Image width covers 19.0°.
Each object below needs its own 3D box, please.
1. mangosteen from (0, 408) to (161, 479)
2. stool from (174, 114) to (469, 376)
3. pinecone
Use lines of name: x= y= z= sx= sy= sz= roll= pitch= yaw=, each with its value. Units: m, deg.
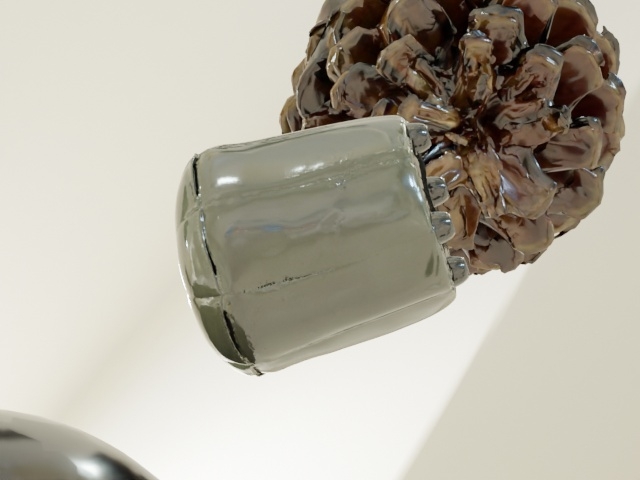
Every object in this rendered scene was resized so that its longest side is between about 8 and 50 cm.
mangosteen: x=-0.149 y=0.213 z=0.781 sx=0.297 sy=0.313 sz=0.296 roll=-13 pitch=-69 yaw=-35
stool: x=0.000 y=0.000 z=0.772 sx=0.110 sy=0.096 sz=0.096 roll=-16 pitch=-43 yaw=7
pinecone: x=0.090 y=-0.077 z=1.170 sx=0.221 sy=0.221 sz=0.221 roll=-27 pitch=-49 yaw=-36
